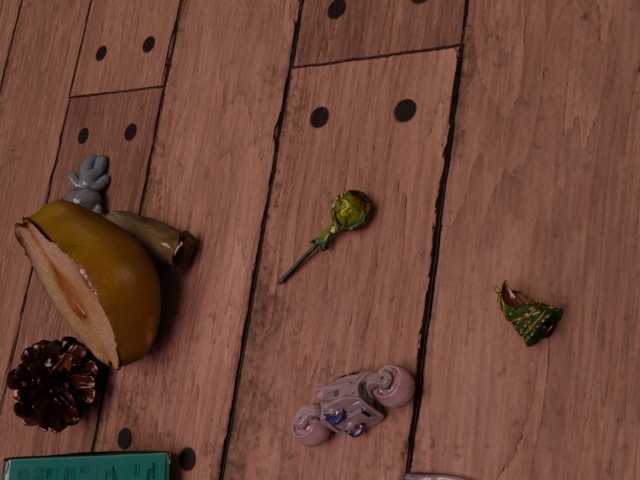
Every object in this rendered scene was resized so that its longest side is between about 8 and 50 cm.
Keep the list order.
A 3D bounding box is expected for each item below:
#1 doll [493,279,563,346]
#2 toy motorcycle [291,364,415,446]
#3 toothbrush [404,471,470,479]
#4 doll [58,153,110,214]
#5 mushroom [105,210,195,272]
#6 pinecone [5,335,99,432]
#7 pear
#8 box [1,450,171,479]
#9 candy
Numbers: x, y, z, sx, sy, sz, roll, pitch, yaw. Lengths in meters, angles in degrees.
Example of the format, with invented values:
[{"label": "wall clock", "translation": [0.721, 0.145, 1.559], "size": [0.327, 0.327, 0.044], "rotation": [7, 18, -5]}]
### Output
[{"label": "doll", "translation": [0.309, 0.118, 0.982], "size": [0.113, 0.078, 0.076], "rotation": [25, 68, 26]}, {"label": "toy motorcycle", "translation": [0.052, 0.282, 1.111], "size": [0.254, 0.112, 0.112], "rotation": [-33, 62, 24]}, {"label": "toothbrush", "translation": [0.300, 0.389, 0.954], "size": [0.375, 0.028, 0.037], "rotation": [-6, 81, 32]}, {"label": "doll", "translation": [-0.612, -0.141, 1.658], "size": [0.120, 0.075, 0.179], "rotation": [7, 58, 4]}, {"label": "mushroom", "translation": [-0.414, -0.005, 1.485], "size": [0.312, 0.081, 0.100], "rotation": [17, 86, 36]}, {"label": "pinecone", "translation": [-0.622, 0.336, 1.461], "size": [0.229, 0.202, 0.201], "rotation": [-64, 23, 6]}, {"label": "pear", "translation": [-0.485, 0.079, 1.398], "size": [0.340, 0.191, 0.386], "rotation": [-9, 111, 52]}, {"label": "box", "translation": [-0.468, 0.528, 1.247], "size": [0.118, 0.311, 0.205], "rotation": [-24, 63, 61]}, {"label": "candy", "translation": [0.001, 0.002, 1.232], "size": [0.077, 0.073, 0.262], "rotation": [47, 113, 5]}]
